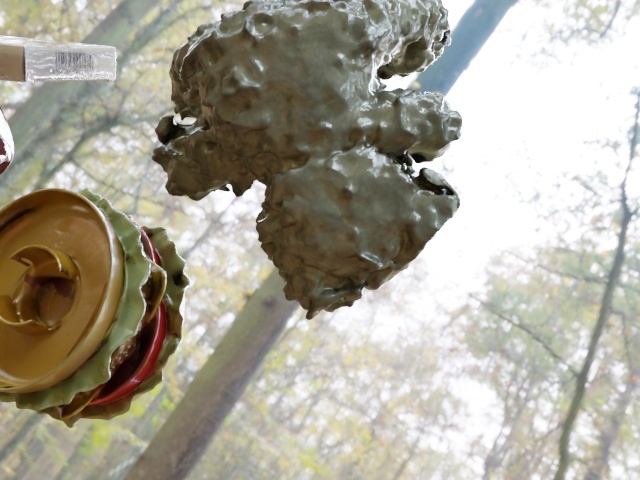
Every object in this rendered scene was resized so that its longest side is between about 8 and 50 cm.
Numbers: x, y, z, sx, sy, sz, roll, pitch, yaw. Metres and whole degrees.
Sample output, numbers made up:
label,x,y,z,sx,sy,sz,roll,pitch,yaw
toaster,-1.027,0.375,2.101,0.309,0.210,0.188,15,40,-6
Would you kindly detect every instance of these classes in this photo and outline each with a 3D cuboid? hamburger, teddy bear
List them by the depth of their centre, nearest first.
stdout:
label,x,y,z,sx,sy,sz,roll,pitch,yaw
teddy bear,-0.009,-0.096,1.006,0.357,0.367,0.224,-12,-9,10
hamburger,-0.287,0.085,1.101,0.274,0.274,0.212,19,-12,30

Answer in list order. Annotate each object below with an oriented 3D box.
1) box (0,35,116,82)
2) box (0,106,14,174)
label,x,y,z,sx,sy,sz,roll,pitch,yaw
box,-0.552,-0.312,1.538,0.353,0.214,0.069,9,-76,27
box,-0.382,-0.172,0.706,0.263,0.108,0.404,57,-1,16
